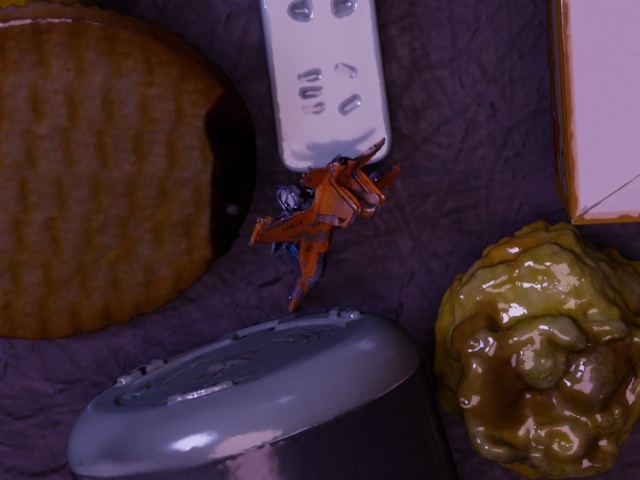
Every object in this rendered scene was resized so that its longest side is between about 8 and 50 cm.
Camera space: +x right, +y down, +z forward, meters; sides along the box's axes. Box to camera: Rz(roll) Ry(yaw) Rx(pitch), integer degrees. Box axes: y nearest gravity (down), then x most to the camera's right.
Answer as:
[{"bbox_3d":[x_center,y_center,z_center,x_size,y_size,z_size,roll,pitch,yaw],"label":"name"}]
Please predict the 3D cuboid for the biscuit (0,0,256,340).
[{"bbox_3d":[-0.202,-0.046,1.458,0.317,0.040,0.318,-6,134,-7],"label":"biscuit"}]

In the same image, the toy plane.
[{"bbox_3d":[-0.006,-0.009,1.495,0.135,0.188,0.062,-23,72,-30],"label":"toy plane"}]

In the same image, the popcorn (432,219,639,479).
[{"bbox_3d":[0.174,0.083,1.491,0.197,0.155,0.198,0,89,-7],"label":"popcorn"}]

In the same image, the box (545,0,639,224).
[{"bbox_3d":[0.290,-0.168,1.418,0.259,0.214,0.284,-3,97,5],"label":"box"}]

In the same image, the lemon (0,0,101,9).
[{"bbox_3d":[-0.243,-0.223,1.440,0.231,0.192,0.192,-41,95,5],"label":"lemon"}]

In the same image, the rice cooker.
[{"bbox_3d":[-0.030,0.211,1.458,0.288,0.288,0.277,-16,98,4],"label":"rice cooker"}]

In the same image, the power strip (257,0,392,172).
[{"bbox_3d":[-0.010,-0.245,1.493,0.091,0.062,0.385,-7,99,0],"label":"power strip"}]
